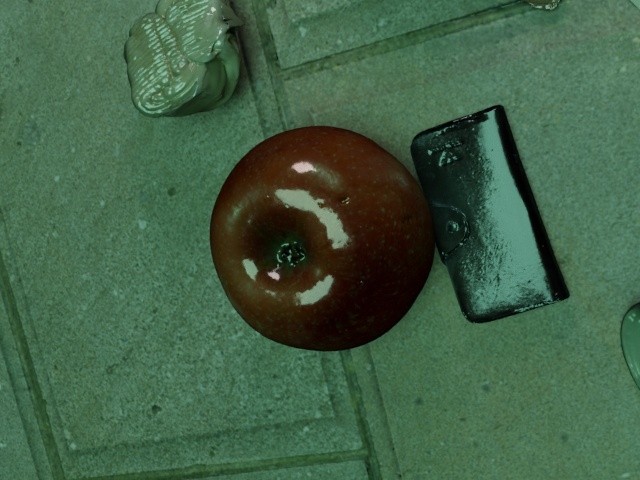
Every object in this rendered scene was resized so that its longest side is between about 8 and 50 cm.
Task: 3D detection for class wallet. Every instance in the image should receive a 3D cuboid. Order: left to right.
[{"bbox_3d":[0.254,-0.036,1.426,0.172,0.045,0.318,-18,92,21],"label":"wallet"}]

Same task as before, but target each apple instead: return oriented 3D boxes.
[{"bbox_3d":[0.000,0.000,1.402,0.348,0.277,0.349,4,100,19],"label":"apple"}]

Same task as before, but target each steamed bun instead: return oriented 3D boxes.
[{"bbox_3d":[-0.206,-0.297,1.500,0.211,0.144,0.218,-34,57,15],"label":"steamed bun"}]

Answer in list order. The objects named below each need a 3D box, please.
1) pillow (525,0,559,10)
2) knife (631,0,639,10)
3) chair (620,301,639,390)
[{"bbox_3d":[0.262,-0.422,1.358,0.211,0.034,0.135,15,108,19],"label":"pillow"},{"bbox_3d":[0.411,-0.413,1.312,0.047,0.017,0.298,-39,89,24],"label":"knife"},{"bbox_3d":[0.573,0.156,1.284,0.274,0.190,0.203,-20,91,15],"label":"chair"}]
